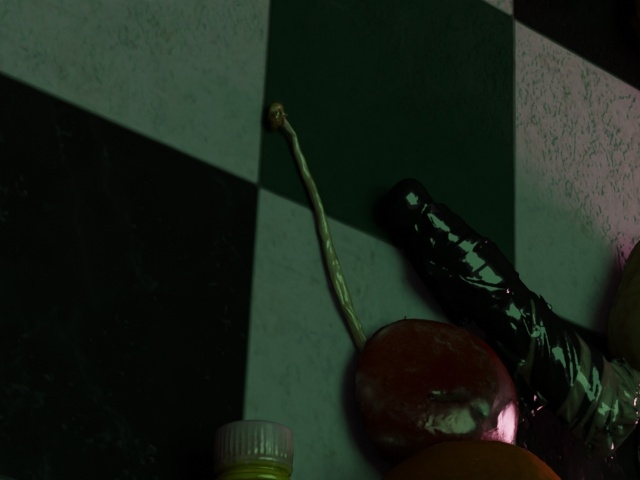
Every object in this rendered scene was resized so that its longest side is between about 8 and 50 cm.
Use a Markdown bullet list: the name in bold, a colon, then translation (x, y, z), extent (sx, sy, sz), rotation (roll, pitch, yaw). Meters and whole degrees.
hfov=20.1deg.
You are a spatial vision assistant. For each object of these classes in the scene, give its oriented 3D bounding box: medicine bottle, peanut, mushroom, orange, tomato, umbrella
- **medicine bottle**: translation (-0.056, 0.260, 1.499), extent (0.121, 0.122, 0.213), rotation (20, 59, -37)
- **peanut**: translation (0.389, 0.086, 1.996), extent (0.137, 0.122, 0.253), rotation (28, 52, 1)
- **mushroom**: translation (0.005, -0.002, 1.750), extent (0.028, 0.026, 0.286), rotation (-19, 87, -30)
- **orange**: translation (0.138, 0.284, 1.615), extent (0.224, 0.224, 0.170), rotation (58, 3, -8)
- **tomato**: translation (0.129, 0.153, 1.734), extent (0.189, 0.099, 0.173), rotation (41, 48, -33)
- **umbrella**: translation (0.187, 0.079, 1.849), extent (0.357, 0.106, 0.113), rotation (45, 37, -10)

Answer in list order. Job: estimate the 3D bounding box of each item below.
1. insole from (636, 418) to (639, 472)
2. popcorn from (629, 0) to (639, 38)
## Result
- **insole**: translation (0.412, 0.144, 2.080), extent (0.119, 0.009, 0.348), rotation (37, 50, -24)
- **popcorn**: translation (0.492, -0.281, 2.210), extent (0.212, 0.259, 0.259), rotation (-22, 88, -32)
